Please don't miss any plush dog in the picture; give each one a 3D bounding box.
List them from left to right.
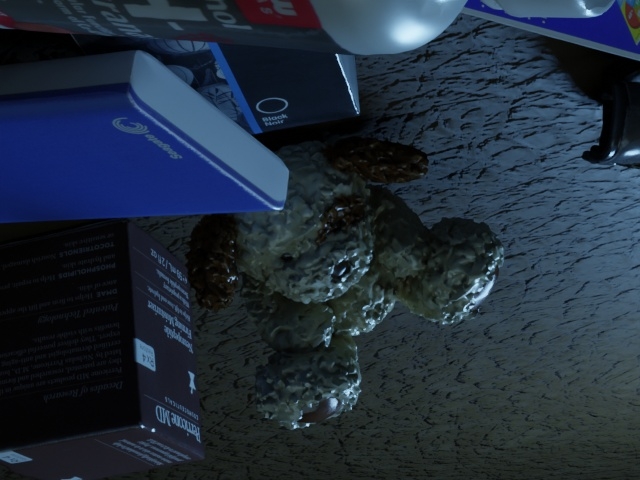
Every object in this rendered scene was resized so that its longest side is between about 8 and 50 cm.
[{"bbox_3d":[0.000,0.000,1.344,0.262,0.210,0.225,-35,142,-2],"label":"plush dog"}]

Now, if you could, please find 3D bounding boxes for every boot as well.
[{"bbox_3d":[0.339,-0.084,1.285,0.222,0.118,0.338,5,173,15],"label":"boot"}]

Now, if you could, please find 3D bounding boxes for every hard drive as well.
[{"bbox_3d":[-0.212,-0.066,1.123,0.318,0.040,0.210,-2,160,28],"label":"hard drive"}]

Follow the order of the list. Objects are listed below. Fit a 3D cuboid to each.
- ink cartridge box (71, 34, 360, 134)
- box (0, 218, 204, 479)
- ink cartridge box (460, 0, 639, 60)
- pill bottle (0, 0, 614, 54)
[{"bbox_3d":[-0.079,-0.158,1.006,0.165,0.065,0.333,-9,158,8],"label":"ink cartridge box"},{"bbox_3d":[-0.222,0.111,1.469,0.167,0.203,0.168,-12,159,13],"label":"box"},{"bbox_3d":[0.108,-0.198,0.749,0.208,0.045,0.206,18,135,21],"label":"ink cartridge box"},{"bbox_3d":[-0.024,-0.174,0.690,0.318,0.176,0.176,7,166,25],"label":"pill bottle"}]
